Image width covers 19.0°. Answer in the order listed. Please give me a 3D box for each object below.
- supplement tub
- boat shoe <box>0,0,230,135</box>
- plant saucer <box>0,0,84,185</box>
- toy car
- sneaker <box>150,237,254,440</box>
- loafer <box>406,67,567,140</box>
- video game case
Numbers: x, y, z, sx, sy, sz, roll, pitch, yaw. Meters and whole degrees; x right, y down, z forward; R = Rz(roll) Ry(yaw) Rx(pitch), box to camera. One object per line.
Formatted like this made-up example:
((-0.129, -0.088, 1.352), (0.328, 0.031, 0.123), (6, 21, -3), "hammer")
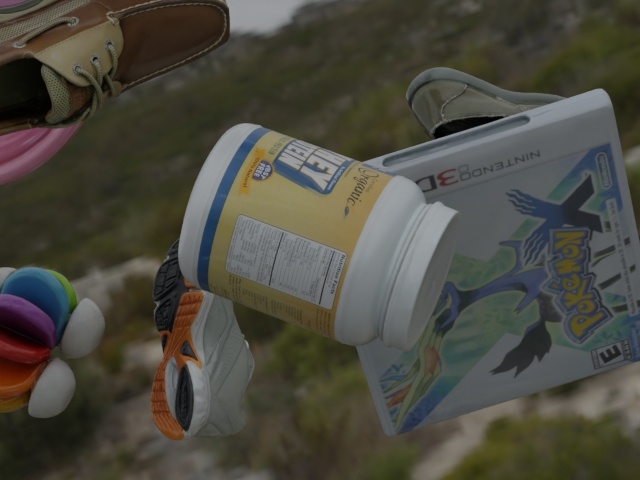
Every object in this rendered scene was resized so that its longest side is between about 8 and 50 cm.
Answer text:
((0.000, 0.000, 1.559), (0.200, 0.144, 0.144), (20, 10, 12), "supplement tub")
((-0.232, -0.149, 1.686), (0.324, 0.120, 0.122), (-16, -43, -12), "boat shoe")
((-0.377, -0.219, 2.007), (0.332, 0.332, 0.084), (-20, 6, 11), "plant saucer")
((-0.352, 0.109, 2.250), (0.136, 0.159, 0.182), (86, -151, -70), "toy car")
((-0.133, 0.115, 2.327), (0.121, 0.262, 0.099), (12, -10, -43), "sneaker")
((0.214, -0.116, 2.161), (0.251, 0.087, 0.094), (13, -43, -17), "loafer")
((0.168, 0.030, 1.890), (0.300, 0.329, 0.036), (-17, 38, 1), "video game case")
